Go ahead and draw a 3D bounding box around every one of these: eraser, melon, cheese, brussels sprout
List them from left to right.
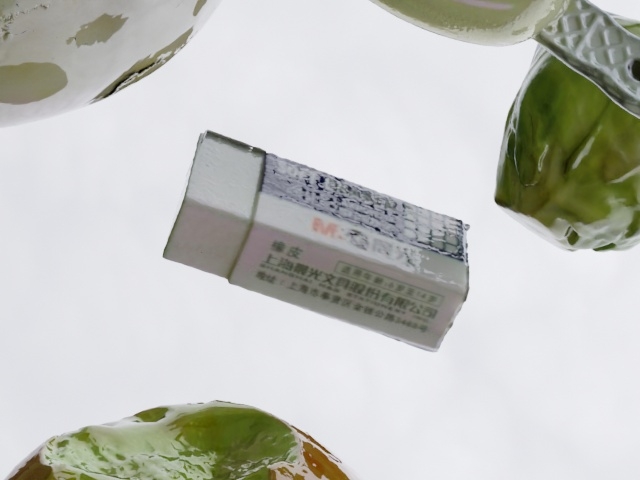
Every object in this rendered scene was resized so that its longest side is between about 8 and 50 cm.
[{"bbox_3d":[-0.181,-0.189,1.014,0.223,0.317,0.223,19,-54,28],"label":"melon"},{"bbox_3d":[0.000,0.000,1.575,0.130,0.287,0.086,-80,-167,-50],"label":"eraser"},{"bbox_3d":[0.135,-0.154,1.056,0.127,0.235,0.050,-55,-176,-17],"label":"cheese"},{"bbox_3d":[0.255,-0.095,1.464,0.161,0.223,0.223,15,-82,51],"label":"brussels sprout"}]

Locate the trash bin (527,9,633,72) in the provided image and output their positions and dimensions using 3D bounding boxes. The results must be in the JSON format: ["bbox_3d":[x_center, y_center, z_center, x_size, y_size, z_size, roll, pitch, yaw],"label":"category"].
[{"bbox_3d":[0.322,-0.127,1.633,0.101,0.236,0.177,-148,-104,-82],"label":"trash bin"}]

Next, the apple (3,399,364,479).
[{"bbox_3d":[-0.081,0.282,1.076,0.339,0.339,0.340,-6,-98,50],"label":"apple"}]
